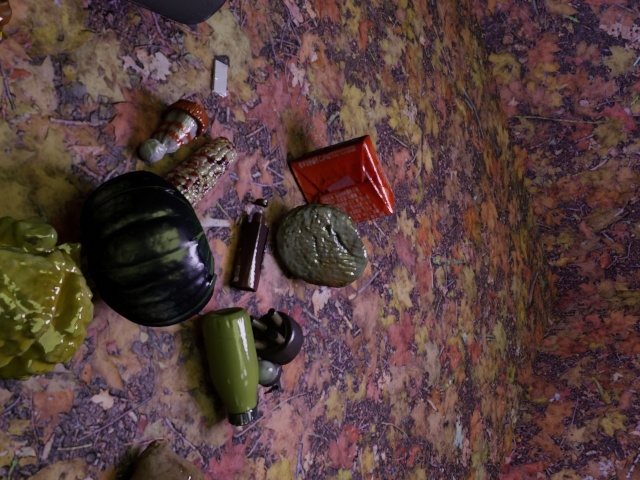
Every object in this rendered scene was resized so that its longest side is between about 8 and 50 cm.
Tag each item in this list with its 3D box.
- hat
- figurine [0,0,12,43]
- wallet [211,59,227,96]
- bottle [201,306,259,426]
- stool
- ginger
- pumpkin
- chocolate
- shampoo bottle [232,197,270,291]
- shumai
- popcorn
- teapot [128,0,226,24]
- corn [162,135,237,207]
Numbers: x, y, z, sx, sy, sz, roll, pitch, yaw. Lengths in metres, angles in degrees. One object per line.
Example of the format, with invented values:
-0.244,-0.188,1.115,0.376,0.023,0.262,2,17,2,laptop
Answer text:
-0.322,-0.226,1.288,0.093,0.112,0.162,37,64,-11,hat
-0.591,-0.390,0.908,0.189,0.142,0.263,-41,125,-11,figurine
-0.247,-0.400,1.464,0.044,0.011,0.083,15,74,-51,wallet
-0.197,0.289,1.358,0.112,0.112,0.260,-17,99,-53,bottle
-0.123,0.260,1.446,0.121,0.125,0.217,43,61,-54,stool
-0.343,0.513,1.127,0.221,0.130,0.276,40,49,-32,ginger
-0.345,0.021,1.094,0.295,0.295,0.296,10,78,-52,pumpkin
0.071,-0.167,1.678,0.235,0.237,0.108,63,32,-25,chocolate
-0.166,0.009,1.477,0.067,0.068,0.237,30,64,-48,shampoo bottle
0.000,0.000,1.650,0.272,0.222,0.204,54,7,-20,shumai
-0.486,0.092,0.916,0.270,0.224,0.258,-17,92,-46,popcorn
-0.368,-0.585,1.165,0.343,0.253,0.300,-15,64,-48,teapot
-0.272,-0.149,1.333,0.281,0.092,0.092,-54,127,-43,corn
